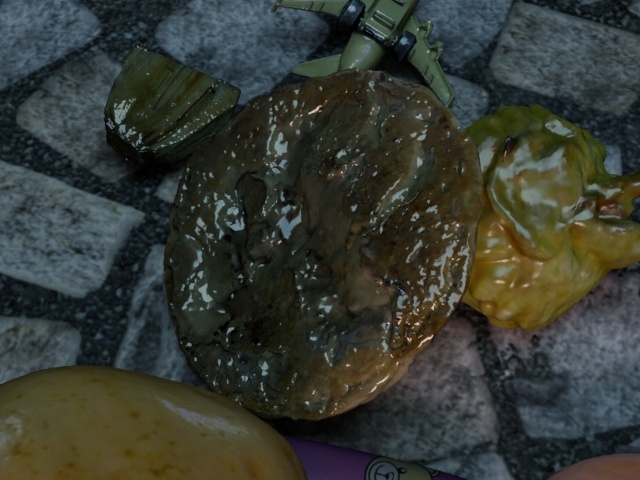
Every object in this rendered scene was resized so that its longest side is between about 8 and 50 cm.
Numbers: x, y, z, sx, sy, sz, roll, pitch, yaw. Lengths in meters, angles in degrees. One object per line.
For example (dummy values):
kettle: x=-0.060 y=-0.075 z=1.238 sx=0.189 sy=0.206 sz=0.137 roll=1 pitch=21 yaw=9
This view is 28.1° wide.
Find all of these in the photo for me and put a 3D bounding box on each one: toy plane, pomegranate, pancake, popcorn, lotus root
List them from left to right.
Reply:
pomegranate: x=-0.186 y=0.279 z=0.986 sx=0.411 sy=0.411 sz=0.412 roll=1 pitch=56 yaw=-1
lotus root: x=-0.185 y=-0.139 z=1.456 sx=0.143 sy=0.070 sz=0.144 roll=31 pitch=57 yaw=11
pancake: x=-0.001 y=0.000 z=1.281 sx=0.386 sy=0.082 sz=0.387 roll=-16 pitch=59 yaw=28
toy plane: x=0.072 y=-0.256 z=1.529 sx=0.242 sy=0.104 sz=0.256 roll=31 pitch=66 yaw=1
popcorn: x=0.212 y=-0.030 z=1.320 sx=0.266 sy=0.192 sz=0.233 roll=-1 pitch=61 yaw=18

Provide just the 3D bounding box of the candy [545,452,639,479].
candy: x=0.297 y=0.297 z=1.120 sx=0.255 sy=0.094 sz=0.255 roll=0 pitch=34 yaw=0

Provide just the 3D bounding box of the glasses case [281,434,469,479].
glasses case: x=0.011 y=0.256 z=1.193 sx=0.316 sy=0.076 sz=0.123 roll=11 pitch=57 yaw=6
